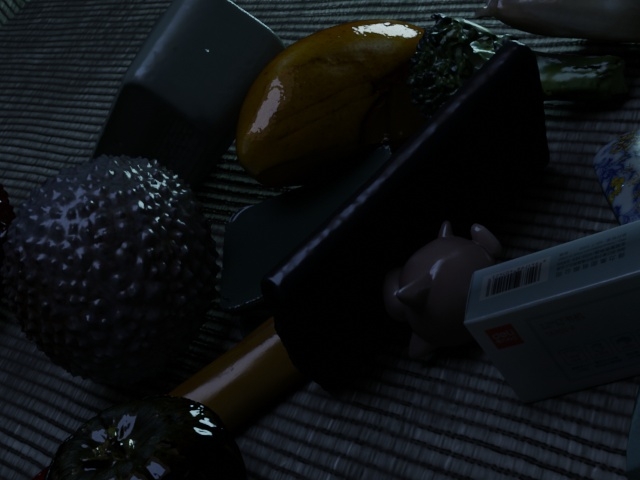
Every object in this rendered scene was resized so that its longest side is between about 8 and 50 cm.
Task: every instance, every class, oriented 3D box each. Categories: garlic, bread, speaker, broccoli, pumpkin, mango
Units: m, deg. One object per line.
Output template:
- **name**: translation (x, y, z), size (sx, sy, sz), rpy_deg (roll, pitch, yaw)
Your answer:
- **garlic**: translation (0.317, -0.308, 1.913), size (0.228, 0.110, 0.217), rpy_deg (0, 20, -27)
- **bread**: translation (-0.098, 0.167, 1.797), size (0.239, 0.074, 0.092), rpy_deg (-37, 23, -2)
- **speaker**: translation (-0.209, -0.182, 2.200), size (0.184, 0.183, 0.406), rpy_deg (-58, 5, -27)
- **broccoli**: translation (0.252, -0.198, 1.939), size (0.274, 0.177, 0.198), rpy_deg (2, 2, 10)
- **pumpkin**: translation (-0.192, 0.268, 1.638), size (0.238, 0.159, 0.238), rpy_deg (-16, 39, 14)
- **mango**: translation (0.019, -0.176, 2.051), size (0.350, 0.201, 0.199), rpy_deg (-27, 55, -33)

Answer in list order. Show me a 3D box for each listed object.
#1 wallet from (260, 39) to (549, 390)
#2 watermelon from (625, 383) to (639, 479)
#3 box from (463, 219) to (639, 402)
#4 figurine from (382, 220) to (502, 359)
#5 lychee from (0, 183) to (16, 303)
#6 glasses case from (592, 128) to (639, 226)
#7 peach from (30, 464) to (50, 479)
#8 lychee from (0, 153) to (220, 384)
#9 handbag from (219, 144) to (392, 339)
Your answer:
- **wallet**: translation (0.106, -0.027, 1.715), size (0.062, 0.228, 0.406), rpy_deg (34, 70, 32)
- **watermelon**: translation (0.393, 0.095, 1.240), size (0.320, 0.289, 0.214), rpy_deg (-31, 56, -17)
- **box**: translation (0.285, 0.063, 1.464), size (0.269, 0.135, 0.079), rpy_deg (-19, 36, 30)
- **figurine**: translation (0.137, 0.053, 1.649), size (0.138, 0.125, 0.125), rpy_deg (-37, 27, -17)
- **lychee**: translation (-0.588, 0.007, 2.394), size (0.300, 0.264, 0.264), rpy_deg (-12, 32, 4)
- **glasses case**: translation (0.353, -0.043, 1.616), size (0.087, 0.065, 0.248), rpy_deg (-28, 28, 10)
- **peach**: translation (-0.301, 0.322, 1.769), size (0.172, 0.092, 0.127), rpy_deg (-47, 33, -23)
- **lychee**: translation (-0.267, 0.037, 1.952), size (0.300, 0.300, 0.300), rpy_deg (-27, 29, 17)
- **handbag**: translation (0.000, 0.002, 1.930), size (0.260, 0.079, 0.247), rpy_deg (-25, 28, 15)
